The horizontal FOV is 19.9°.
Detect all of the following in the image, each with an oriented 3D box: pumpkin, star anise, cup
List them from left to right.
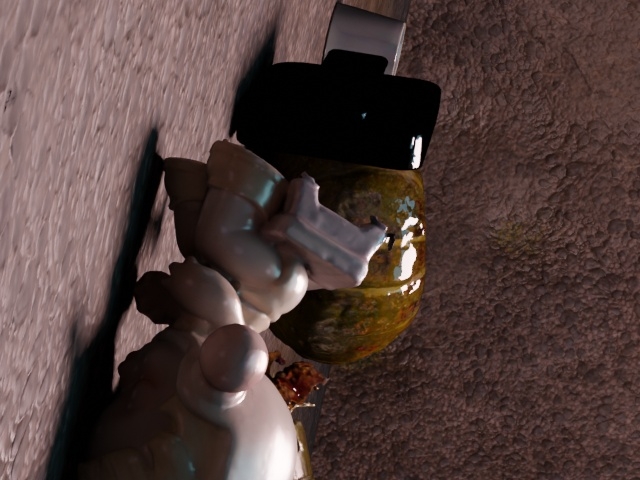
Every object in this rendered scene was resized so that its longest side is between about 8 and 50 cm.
[{"bbox_3d":[-0.044,0.161,2.023,0.097,0.070,0.191,-50,179,3],"label":"star anise"},{"bbox_3d":[0.000,0.000,1.546,0.219,0.162,0.219,176,-90,-74],"label":"pumpkin"},{"bbox_3d":[0.045,-0.198,1.958,0.078,0.077,0.100,-61,164,-76],"label":"cup"}]

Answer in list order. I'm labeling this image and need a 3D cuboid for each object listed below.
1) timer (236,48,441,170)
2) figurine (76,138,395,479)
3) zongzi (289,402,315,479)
[{"bbox_3d":[0.018,-0.106,1.423,0.187,0.144,0.055,-67,164,-70],"label":"timer"},{"bbox_3d":[-0.064,0.086,1.065,0.144,0.182,0.256,35,69,-40],"label":"figurine"},{"bbox_3d":[-0.076,0.277,1.943,0.084,0.184,0.187,-3,80,-46],"label":"zongzi"}]
